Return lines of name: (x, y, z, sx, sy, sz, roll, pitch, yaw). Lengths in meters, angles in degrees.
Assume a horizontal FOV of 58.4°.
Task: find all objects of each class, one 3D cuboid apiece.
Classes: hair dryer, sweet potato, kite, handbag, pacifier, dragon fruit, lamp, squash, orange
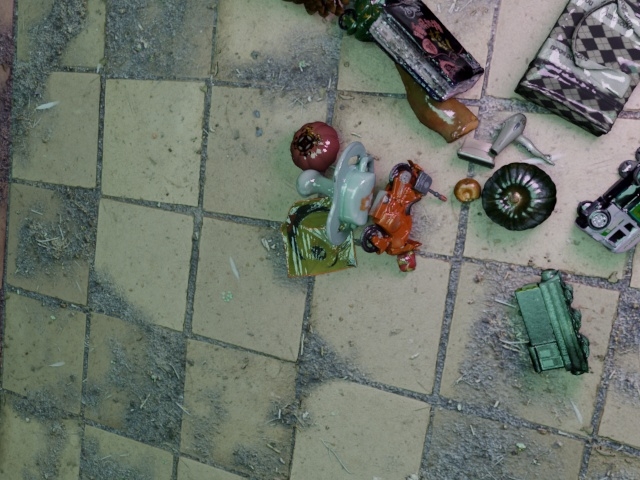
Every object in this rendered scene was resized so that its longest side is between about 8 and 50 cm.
hair dryer: (0.601, -0.272, 1.734, 0.167, 0.067, 0.199, -34, 88, -17)
sweet potato: (0.341, -0.444, 1.812, 0.337, 0.131, 0.131, 46, 109, 11)
kite: (0.001, 0.000, 2.048, 0.327, 0.013, 0.378, 35, 106, 14)
handbag: (0.796, -0.535, 1.605, 0.316, 0.180, 0.416, 32, 102, 11)
pacifier: (0.049, -0.166, 1.869, 0.269, 0.288, 0.344, 20, 110, 23)
dragon fruit: (0.289, 0.066, 1.917, 0.056, 0.060, 0.084, -5, 91, 25)
lamp: (-0.015, -0.316, 1.961, 0.181, 0.140, 0.182, -7, 75, 28)
squash: (0.594, -0.131, 1.720, 0.218, 0.172, 0.218, 19, 133, 21)
orange: (0.468, -0.161, 1.824, 0.086, 0.062, 0.086, 4, 111, 11)

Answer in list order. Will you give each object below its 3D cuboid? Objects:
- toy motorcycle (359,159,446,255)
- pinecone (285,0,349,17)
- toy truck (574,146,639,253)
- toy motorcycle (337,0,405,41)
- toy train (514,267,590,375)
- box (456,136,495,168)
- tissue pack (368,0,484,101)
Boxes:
toy motorcycle: (0.265, -0.086, 1.854, 0.147, 0.221, 0.326, 25, 90, 59)
pinecone: (0.001, -0.927, 1.803, 0.384, 0.384, 0.385, 2, 96, 21)
toy truck: (0.903, -0.127, 1.606, 0.178, 0.176, 0.363, 45, 108, -2)
toy motorcycle: (0.190, -0.748, 1.842, 0.274, 0.124, 0.187, -42, 71, 19)
toy train: (0.702, 0.255, 1.740, 0.178, 0.138, 0.331, -18, 88, 26)
box: (0.495, -0.276, 1.791, 0.122, 0.089, 0.062, 22, 93, 17)
tissue pack: (0.329, -0.579, 1.745, 0.332, 0.245, 0.123, 49, 135, 8)
